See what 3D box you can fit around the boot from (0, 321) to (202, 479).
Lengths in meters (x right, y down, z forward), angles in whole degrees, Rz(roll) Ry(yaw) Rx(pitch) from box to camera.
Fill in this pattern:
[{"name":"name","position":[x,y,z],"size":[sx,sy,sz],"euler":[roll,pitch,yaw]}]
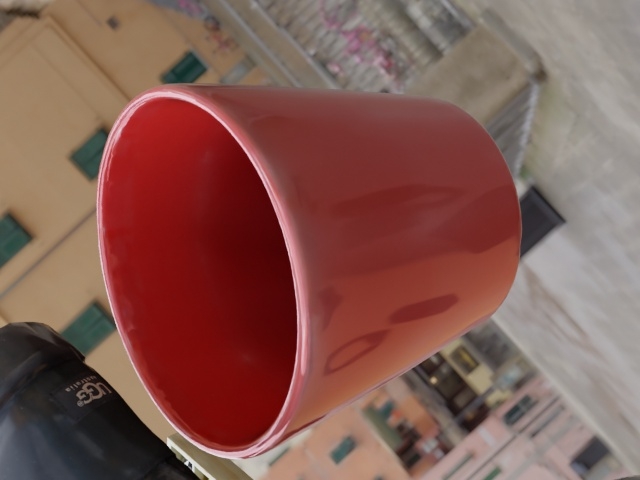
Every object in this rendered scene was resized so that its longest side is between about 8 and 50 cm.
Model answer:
[{"name":"boot","position":[-0.113,0.323,0.739],"size":[0.445,0.367,0.146],"euler":[38,-156,14]}]

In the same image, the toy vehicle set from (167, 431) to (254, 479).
[{"name":"toy vehicle set","position":[-0.123,0.378,1.424],"size":[0.166,0.035,0.267],"euler":[31,129,39]}]

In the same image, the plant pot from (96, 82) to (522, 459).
[{"name":"plant pot","position":[0.000,0.000,0.881],"size":[0.275,0.243,0.275],"euler":[23,119,48]}]

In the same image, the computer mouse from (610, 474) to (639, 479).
[{"name":"computer mouse","position":[0.165,0.183,0.664],"size":[0.188,0.072,0.272],"euler":[30,151,-10]}]
